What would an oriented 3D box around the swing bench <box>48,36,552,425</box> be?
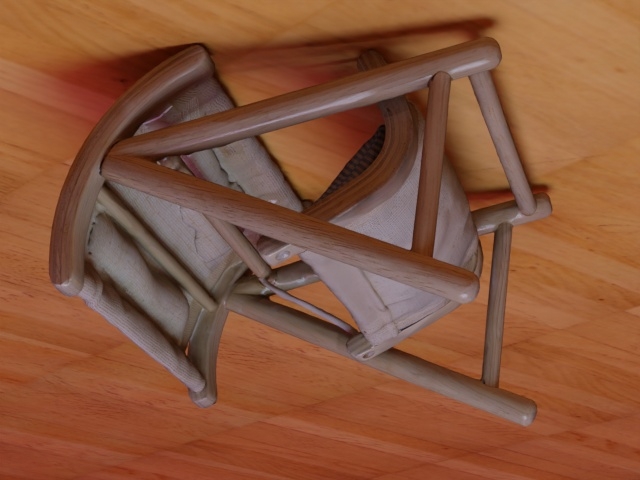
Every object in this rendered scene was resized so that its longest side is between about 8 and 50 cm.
[{"bbox_3d":[0.000,0.000,0.998,0.254,0.165,0.253,2,159,16],"label":"swing bench"}]
